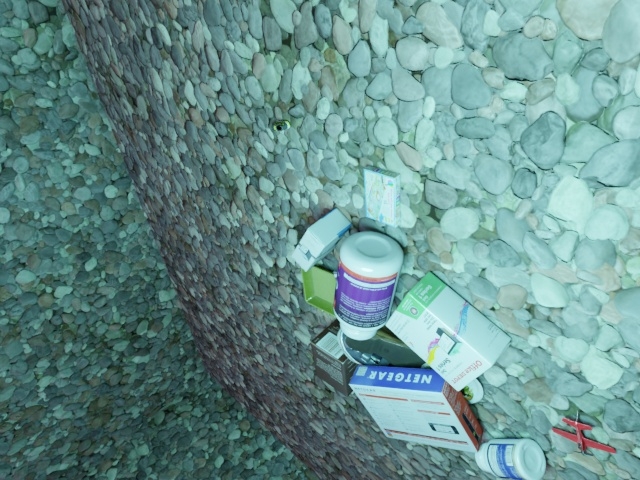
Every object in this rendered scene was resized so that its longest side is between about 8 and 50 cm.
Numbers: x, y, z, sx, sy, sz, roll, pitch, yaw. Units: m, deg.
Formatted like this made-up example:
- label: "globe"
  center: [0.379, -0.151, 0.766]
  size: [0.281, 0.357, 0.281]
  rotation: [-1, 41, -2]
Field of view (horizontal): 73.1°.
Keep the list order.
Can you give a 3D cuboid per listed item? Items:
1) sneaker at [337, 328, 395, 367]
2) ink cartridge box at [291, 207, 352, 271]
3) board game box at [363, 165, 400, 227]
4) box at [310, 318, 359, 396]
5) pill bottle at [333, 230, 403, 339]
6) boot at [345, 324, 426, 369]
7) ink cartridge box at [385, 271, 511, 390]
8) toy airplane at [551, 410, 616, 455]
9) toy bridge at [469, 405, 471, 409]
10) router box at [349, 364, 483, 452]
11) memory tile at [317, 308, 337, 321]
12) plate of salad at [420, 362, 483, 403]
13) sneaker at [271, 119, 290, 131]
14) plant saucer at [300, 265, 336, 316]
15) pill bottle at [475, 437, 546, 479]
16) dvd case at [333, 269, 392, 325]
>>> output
- label: "sneaker"
  center: [0.204, 0.408, 1.509]
  size: [0.321, 0.126, 0.127]
  rotation: [44, 150, -12]
- label: "ink cartridge box"
  center: [0.000, 0.000, 1.393]
  size: [0.082, 0.140, 0.190]
  rotation: [46, 146, 9]
- label: "board game box"
  center: [0.169, -0.120, 1.182]
  size: [0.103, 0.026, 0.154]
  rotation: [25, 137, 37]
- label: "box"
  center: [0.085, 0.442, 1.652]
  size: [0.168, 0.167, 0.203]
  rotation: [24, 136, 37]
- label: "pill bottle"
  center: [0.134, 0.145, 1.293]
  size: [0.181, 0.181, 0.323]
  rotation: [32, 134, 31]
- label: "boot"
  center: [0.240, 0.334, 1.419]
  size: [0.305, 0.115, 0.112]
  rotation: [23, 127, 3]
- label: "ink cartridge box"
  center: [0.348, 0.257, 1.210]
  size: [0.278, 0.117, 0.201]
  rotation: [42, 144, 18]
- label: "toy airplane"
  center: [0.670, 0.502, 1.110]
  size: [0.151, 0.028, 0.151]
  rotation: [30, 138, 30]
- label: "toy bridge"
  center: [0.487, 0.618, 1.439]
  size: [0.063, 0.026, 0.188]
  rotation: [6, 124, 51]
- label: "router box"
  center: [0.306, 0.539, 1.395]
  size: [0.335, 0.082, 0.301]
  rotation: [-10, 122, 40]
- label: "memory tile"
  center: [0.018, 0.252, 1.708]
  size: [0.113, 0.012, 0.148]
  rotation: [18, 132, 42]
- label: "plate of salad"
  center: [0.403, 0.452, 1.348]
  size: [0.200, 0.048, 0.200]
  rotation: [22, 138, 21]
- label: "sneaker"
  center: [-0.131, -0.354, 1.338]
  size: [0.083, 0.035, 0.031]
  rotation: [6, 123, 48]
- label: "plant saucer"
  center: [0.013, 0.175, 1.603]
  size: [0.188, 0.045, 0.188]
  rotation: [19, 126, 41]
- label: "pill bottle"
  center: [0.563, 0.656, 1.300]
  size: [0.112, 0.112, 0.187]
  rotation: [52, 147, 3]
- label: "dvd case"
  center: [0.146, 0.195, 1.455]
  size: [0.165, 0.018, 0.221]
  rotation: [-3, 117, 33]
